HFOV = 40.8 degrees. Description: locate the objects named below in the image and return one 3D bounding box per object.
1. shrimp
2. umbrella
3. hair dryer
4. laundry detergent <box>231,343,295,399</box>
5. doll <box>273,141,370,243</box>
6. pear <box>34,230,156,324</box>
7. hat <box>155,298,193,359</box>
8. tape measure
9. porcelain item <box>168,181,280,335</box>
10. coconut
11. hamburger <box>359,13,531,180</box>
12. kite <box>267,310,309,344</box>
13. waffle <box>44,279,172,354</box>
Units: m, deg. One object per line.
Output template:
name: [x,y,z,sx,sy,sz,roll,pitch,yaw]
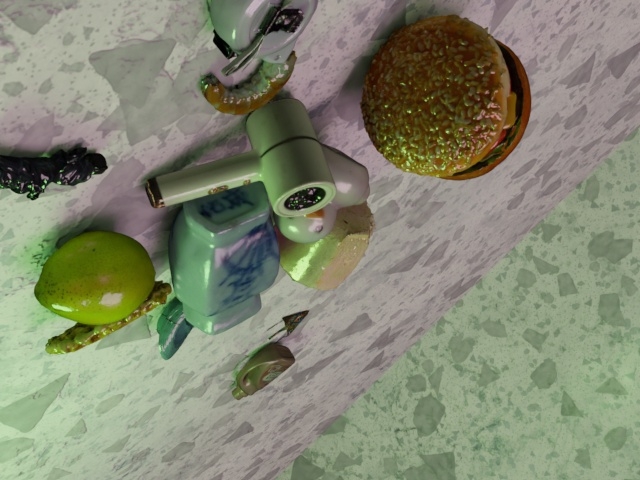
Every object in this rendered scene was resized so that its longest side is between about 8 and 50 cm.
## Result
shrimp: [-0.130,-0.289,1.514,0.166,0.049,0.161,7,132,-51]
umbrella: [-0.433,-0.105,1.361,0.080,0.071,0.224,-19,178,37]
hair dryer: [-0.170,-0.124,1.620,0.362,0.203,0.128,-17,157,-8]
laundry detergent: [-0.210,0.426,2.763,0.237,0.076,0.171,-40,154,14]
doll: [-0.013,-0.098,1.798,0.221,0.221,0.251,-41,-169,7]
pear: [-0.423,0.073,1.587,0.220,0.187,0.187,-20,152,-37]
hat: [-0.346,0.190,2.078,0.191,0.078,0.138,-56,168,-8]
tape measure: [-0.085,-0.359,1.352,0.178,0.105,0.196,-16,151,-43]
porcelain item: [-0.208,0.029,1.830,0.243,0.178,0.405,-27,152,-24]
coconut: [0.000,0.000,2.034,0.233,0.233,0.245,-15,148,-46]
hamburger: [0.254,-0.283,1.753,0.330,0.330,0.250,-46,157,17]
kite: [-0.096,0.267,2.706,0.160,0.010,0.183,-34,158,-10]
waffle: [-0.434,0.161,1.773,0.291,0.051,0.291,-28,-174,3]
